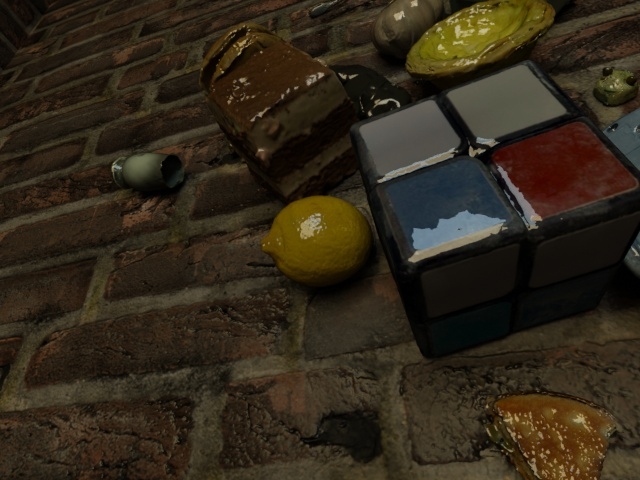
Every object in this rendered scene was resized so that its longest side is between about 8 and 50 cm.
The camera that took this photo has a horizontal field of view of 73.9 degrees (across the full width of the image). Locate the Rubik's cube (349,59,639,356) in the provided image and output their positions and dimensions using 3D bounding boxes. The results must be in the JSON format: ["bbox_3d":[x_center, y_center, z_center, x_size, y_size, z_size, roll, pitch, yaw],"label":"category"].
[{"bbox_3d":[0.253,-0.037,0.694,0.314,0.318,0.316,-18,53,6],"label":"Rubik's cube"}]

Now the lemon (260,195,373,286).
[{"bbox_3d":[0.000,0.000,0.854,0.244,0.186,0.186,-1,49,-19],"label":"lemon"}]

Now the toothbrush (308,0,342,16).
[{"bbox_3d":[0.145,-0.908,1.534,0.414,0.035,0.042,-24,48,4],"label":"toothbrush"}]

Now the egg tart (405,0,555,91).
[{"bbox_3d":[0.383,-0.459,1.028,0.346,0.132,0.345,-21,37,17],"label":"egg tart"}]

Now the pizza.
[{"bbox_3d":[0.325,0.308,0.589,0.185,0.052,0.195,1,52,14],"label":"pizza"}]

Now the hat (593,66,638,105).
[{"bbox_3d":[0.642,-0.339,0.923,0.076,0.059,0.077,-26,55,8],"label":"hat"}]

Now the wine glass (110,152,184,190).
[{"bbox_3d":[-0.499,-0.198,1.229,0.205,0.111,0.111,3,58,25],"label":"wine glass"}]

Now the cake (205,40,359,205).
[{"bbox_3d":[-0.071,-0.271,1.008,0.282,0.290,0.256,-39,53,-12],"label":"cake"}]

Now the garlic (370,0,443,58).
[{"bbox_3d":[0.249,-0.613,1.206,0.228,0.152,0.227,-38,23,19],"label":"garlic"}]

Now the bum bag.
[{"bbox_3d":[0.106,-0.418,1.173,0.142,0.079,0.326,-35,51,-9],"label":"bum bag"}]

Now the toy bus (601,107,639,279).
[{"bbox_3d":[0.558,-0.058,0.658,0.197,0.232,0.294,-44,44,35],"label":"toy bus"}]

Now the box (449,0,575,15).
[{"bbox_3d":[0.511,-0.676,1.153,0.312,0.175,0.182,31,81,35],"label":"box"}]

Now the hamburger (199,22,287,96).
[{"bbox_3d":[-0.188,-0.460,1.193,0.259,0.283,0.144,-44,60,14],"label":"hamburger"}]

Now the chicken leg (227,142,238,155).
[{"bbox_3d":[-0.182,-0.305,1.212,0.198,0.085,0.069,-35,18,4],"label":"chicken leg"}]
